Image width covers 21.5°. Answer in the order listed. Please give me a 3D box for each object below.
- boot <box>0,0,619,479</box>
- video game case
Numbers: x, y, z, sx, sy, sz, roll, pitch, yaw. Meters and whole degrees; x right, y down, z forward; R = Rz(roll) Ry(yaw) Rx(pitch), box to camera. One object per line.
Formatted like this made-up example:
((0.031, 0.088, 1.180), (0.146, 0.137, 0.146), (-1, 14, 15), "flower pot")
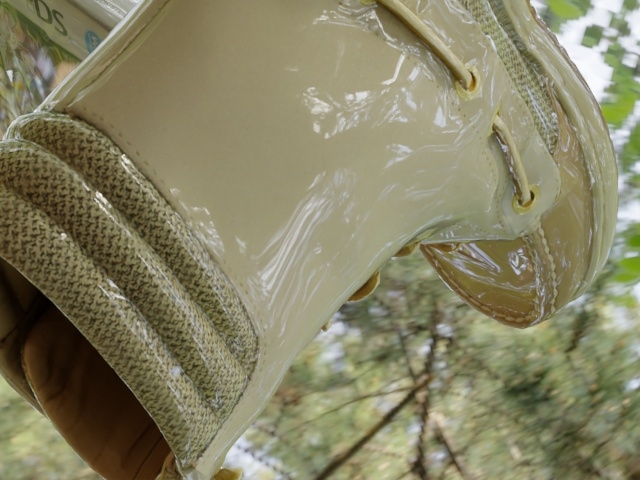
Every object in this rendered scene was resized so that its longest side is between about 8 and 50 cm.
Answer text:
((0.000, 0.000, 0.524), (0.095, 0.262, 0.203), (22, -115, 30), "boot")
((-0.165, -0.074, 1.146), (0.248, 0.035, 0.275), (37, -35, 40), "video game case")
